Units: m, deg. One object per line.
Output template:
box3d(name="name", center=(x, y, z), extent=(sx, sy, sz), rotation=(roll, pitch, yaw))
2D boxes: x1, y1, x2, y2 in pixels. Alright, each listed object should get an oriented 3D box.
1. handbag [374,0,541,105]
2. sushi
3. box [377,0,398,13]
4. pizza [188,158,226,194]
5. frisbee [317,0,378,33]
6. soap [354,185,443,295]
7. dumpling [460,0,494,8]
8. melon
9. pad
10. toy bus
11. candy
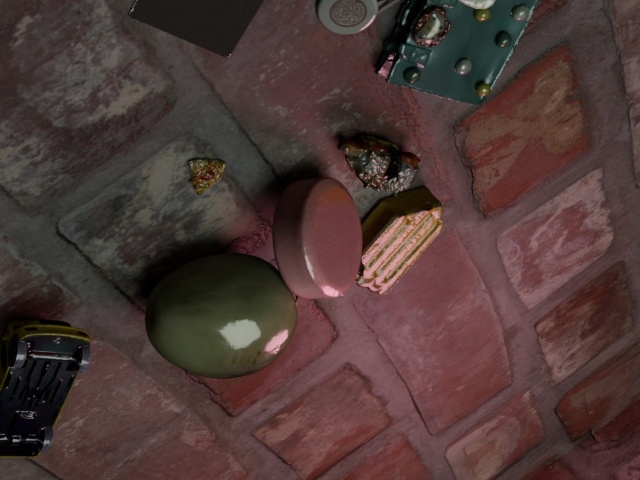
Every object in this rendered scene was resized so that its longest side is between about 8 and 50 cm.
box3d(name="handbag", center=(0.271, -0.395, 1.883), extent=(0.274, 0.100, 0.269), rotation=(5, 124, -39))
box3d(name="sushi", center=(0.116, -0.151, 2.001), extent=(0.226, 0.103, 0.097), rotation=(17, 133, -41))
box3d(name="box", center=(0.090, -0.481, 1.728), extent=(0.115, 0.036, 0.177), rotation=(-33, 139, -3))
box3d(name="pizza", center=(-0.220, -0.124, 1.844), extent=(0.083, 0.025, 0.078), rotation=(-47, 140, 11))
box3d(name="frisbee", center=(0.048, -0.409, 1.745), extent=(0.110, 0.014, 0.110), rotation=(-2, 141, -2))
box3d(name="soap", center=(0.163, -0.007, 2.175), extent=(0.257, 0.080, 0.160), rotation=(-50, 139, 13))
box3d(name="dumpling", center=(0.265, -0.539, 1.718), extent=(0.179, 0.131, 0.252), rotation=(10, 99, -16))
box3d(name="melon", center=(-0.190, 0.149, 1.944), extent=(0.307, 0.272, 0.272), rotation=(-8, 134, -3))
box3d(name="pad", center=(-0.199, -0.395, 1.630), extent=(0.211, 0.003, 0.143), rotation=(17, 116, -43))
box3d(name="toy bus", center=(-0.559, 0.266, 1.871), extent=(0.145, 0.151, 0.331), rotation=(10, 123, -33))
box3d(name="candy", center=(0.000, 0.000, 1.961), extent=(0.094, 0.255, 0.255), rotation=(-4, 150, 30))
